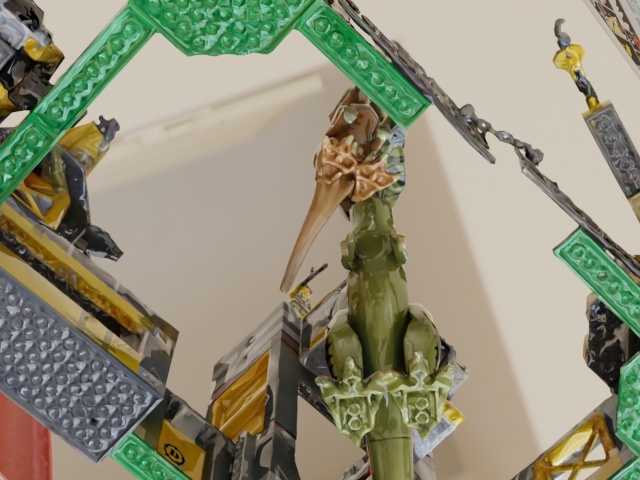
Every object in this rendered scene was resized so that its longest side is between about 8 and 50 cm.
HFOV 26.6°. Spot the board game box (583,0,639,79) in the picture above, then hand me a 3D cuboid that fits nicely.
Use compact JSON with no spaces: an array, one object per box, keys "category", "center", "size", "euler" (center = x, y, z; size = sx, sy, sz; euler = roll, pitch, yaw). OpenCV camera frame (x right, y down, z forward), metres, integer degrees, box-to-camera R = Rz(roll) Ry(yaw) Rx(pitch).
[{"category":"board game box","center":[0.277,-0.203,1.013],"size":[0.305,0.053,0.193],"euler":[58,-24,15]}]

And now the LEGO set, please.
[{"category":"LEGO set","center":[0.000,0.000,0.533],"size":[0.331,0.255,0.192],"euler":[34,17,-12]}]

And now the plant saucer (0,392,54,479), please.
[{"category":"plant saucer","center":[-0.263,0.036,0.908],"size":[0.259,0.048,0.258],"euler":[-107,171,-48]}]
